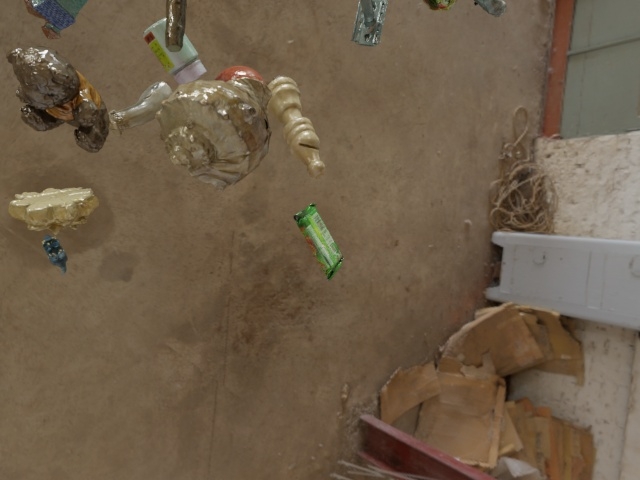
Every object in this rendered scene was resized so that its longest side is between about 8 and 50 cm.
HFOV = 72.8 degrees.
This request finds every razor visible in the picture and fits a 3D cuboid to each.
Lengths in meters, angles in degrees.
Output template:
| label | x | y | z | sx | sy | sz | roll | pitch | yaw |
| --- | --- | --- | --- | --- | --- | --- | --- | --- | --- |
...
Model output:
| label | x | y | z | sx | sy | sz | roll | pitch | yaw |
| --- | --- | --- | --- | --- | --- | --- | --- | --- | --- |
| razor | 0.092 | -0.505 | 0.900 | 0.232 | 0.068 | 0.106 | -1 | 103 | -78 |

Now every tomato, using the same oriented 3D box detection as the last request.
| label | x | y | z | sx | sy | sz | roll | pitch | yaw |
| --- | --- | --- | --- | --- | --- | --- | --- | --- | --- |
| tomato | -0.294 | -0.514 | 1.559 | 0.184 | 0.208 | 0.208 | -43 | 121 | -48 |

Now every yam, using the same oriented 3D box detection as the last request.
| label | x | y | z | sx | sy | sz | roll | pitch | yaw |
| --- | --- | --- | --- | --- | --- | --- | --- | --- | --- |
| yam | -0.381 | -0.638 | 1.147 | 0.061 | 0.061 | 0.274 | 3 | 86 | -40 |

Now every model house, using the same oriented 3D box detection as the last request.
| label | x | y | z | sx | sy | sz | roll | pitch | yaw |
| --- | --- | --- | --- | --- | --- | --- | --- | --- | --- |
| model house | -0.637 | -0.558 | 1.015 | 0.149 | 0.148 | 0.119 | -66 | 166 | -2 |

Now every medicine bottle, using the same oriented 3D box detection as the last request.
| label | x | y | z | sx | sy | sz | roll | pitch | yaw |
| --- | --- | --- | --- | --- | --- | --- | --- | --- | --- |
| medicine bottle | -0.547 | -0.709 | 1.644 | 0.139 | 0.139 | 0.225 | -46 | 116 | -27 |

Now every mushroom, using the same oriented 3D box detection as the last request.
| label | x | y | z | sx | sy | sz | roll | pitch | yaw |
| --- | --- | --- | --- | --- | --- | --- | --- | --- | --- |
| mushroom | -0.530 | -0.385 | 1.280 | 0.092 | 0.081 | 0.223 | 38 | 59 | -3 |

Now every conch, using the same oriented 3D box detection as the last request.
| label | x | y | z | sx | sy | sz | roll | pitch | yaw |
| --- | --- | --- | --- | --- | --- | --- | --- | --- | --- |
| conch | -0.200 | -0.240 | 0.972 | 0.324 | 0.186 | 0.263 | -38 | 143 | -26 |

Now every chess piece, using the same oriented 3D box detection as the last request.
| label | x | y | z | sx | sy | sz | roll | pitch | yaw |
| --- | --- | --- | --- | --- | --- | --- | --- | --- | --- |
| chess piece | -0.065 | -0.319 | 1.289 | 0.124 | 0.139 | 0.307 | -14 | 74 | -37 |

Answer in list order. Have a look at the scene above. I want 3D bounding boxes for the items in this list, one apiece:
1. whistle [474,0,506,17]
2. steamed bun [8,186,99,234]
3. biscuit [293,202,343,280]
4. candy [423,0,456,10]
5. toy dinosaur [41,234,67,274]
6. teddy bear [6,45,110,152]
| label | x | y | z | sx | sy | sz | roll | pitch | yaw |
| --- | --- | --- | --- | --- | --- | --- | --- | --- | --- |
| whistle | 0.239 | -0.569 | 0.857 | 0.189 | 0.189 | 0.348 | -23 | 81 | -36 |
| steamed bun | -0.946 | -0.101 | 1.566 | 0.295 | 0.292 | 0.137 | -1 | 111 | -7 |
| biscuit | 0.000 | 0.000 | 0.519 | 0.089 | 0.016 | 0.046 | 60 | 37 | -12 |
| candy | 0.309 | -0.648 | 1.085 | 0.091 | 0.083 | 0.305 | 39 | 42 | -14 |
| toy dinosaur | -0.526 | 0.027 | 0.865 | 0.030 | 0.047 | 0.083 | -28 | 77 | -28 |
| teddy bear | -0.496 | -0.280 | 0.827 | 0.177 | 0.190 | 0.140 | 23 | 72 | 4 |
